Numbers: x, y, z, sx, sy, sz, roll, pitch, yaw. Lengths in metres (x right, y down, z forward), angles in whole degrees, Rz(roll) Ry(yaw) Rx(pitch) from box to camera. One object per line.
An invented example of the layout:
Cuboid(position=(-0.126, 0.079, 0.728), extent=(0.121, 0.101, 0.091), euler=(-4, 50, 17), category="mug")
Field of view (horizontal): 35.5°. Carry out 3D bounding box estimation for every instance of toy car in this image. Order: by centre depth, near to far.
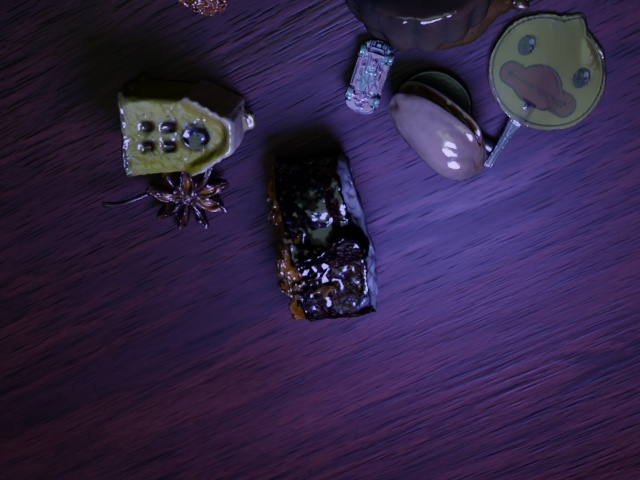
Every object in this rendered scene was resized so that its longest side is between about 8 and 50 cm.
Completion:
Cuboid(position=(0.092, -0.311, 1.905), extent=(0.069, 0.055, 0.142), euler=(18, 98, -4), category="toy car")

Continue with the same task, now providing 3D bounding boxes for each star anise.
Cuboid(position=(-0.294, -0.101, 1.989), extent=(0.234, 0.073, 0.177), euler=(15, 126, -26), category="star anise")

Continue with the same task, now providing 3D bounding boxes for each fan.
Cuboid(position=(0.409, -0.281, 1.902), extent=(0.229, 0.011, 0.335), euler=(28, 105, -7), category="fan")

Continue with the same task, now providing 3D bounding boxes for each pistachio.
Cuboid(position=(0.222, -0.203, 1.880), extent=(0.223, 0.126, 0.152), euler=(46, 146, -10), category="pistachio")

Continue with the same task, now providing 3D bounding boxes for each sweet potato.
Cuboid(position=(0.228, -0.413, 1.833), extent=(0.310, 0.098, 0.124), euler=(0, 83, 6), category="sweet potato")

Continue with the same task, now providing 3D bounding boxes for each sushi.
Cuboid(position=(0.000, 0.000, 1.945), extent=(0.207, 0.234, 0.349), euler=(-10, 106, 7), category="sushi")

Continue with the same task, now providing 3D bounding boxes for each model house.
Cuboid(position=(-0.248, -0.225, 1.888), extent=(0.234, 0.193, 0.175), euler=(-4, 109, 6), category="model house")

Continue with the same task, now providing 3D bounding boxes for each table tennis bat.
Cuboid(position=(0.250, -0.235, 1.940), extent=(0.236, 0.027, 0.150), euler=(33, 111, -8), category="table tennis bat")

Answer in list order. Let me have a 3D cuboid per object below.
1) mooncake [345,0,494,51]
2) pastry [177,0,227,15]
Cuboid(position=(0.171, -0.469, 1.726), extent=(0.290, 0.161, 0.290), euler=(-2, 77, 8), category="mooncake")
Cuboid(position=(-0.246, -0.480, 1.854), extent=(0.169, 0.063, 0.087), euler=(35, 107, -9), category="pastry")
